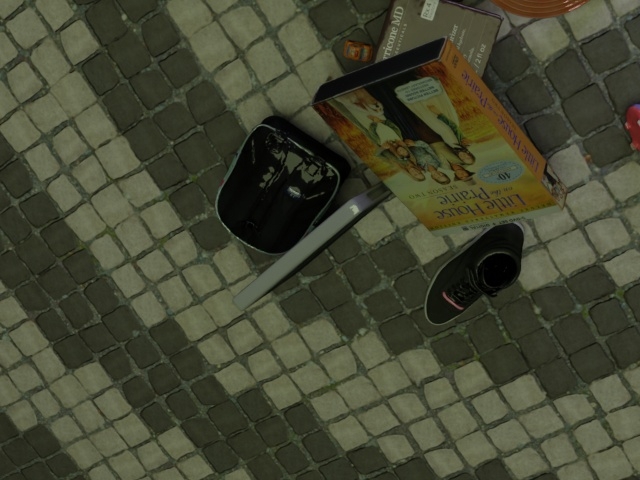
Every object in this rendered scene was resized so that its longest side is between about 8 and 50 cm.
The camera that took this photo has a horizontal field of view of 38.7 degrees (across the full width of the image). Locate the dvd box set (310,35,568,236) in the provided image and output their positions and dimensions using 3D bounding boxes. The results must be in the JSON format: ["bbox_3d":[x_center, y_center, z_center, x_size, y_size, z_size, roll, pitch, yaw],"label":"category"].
[{"bbox_3d":[0.223,-0.172,1.701,0.307,0.062,0.420,-11,136,43],"label":"dvd box set"}]

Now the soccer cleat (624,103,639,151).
[{"bbox_3d":[0.675,-0.166,1.746,0.095,0.083,0.248,-36,96,-7],"label":"soccer cleat"}]

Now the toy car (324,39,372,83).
[{"bbox_3d":[0.055,-0.344,1.823,0.060,0.040,0.122,30,115,0],"label":"toy car"}]

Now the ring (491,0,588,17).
[{"bbox_3d":[0.402,-0.560,1.595,0.336,0.032,0.337,-6,117,-11],"label":"ring"}]

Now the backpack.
[{"bbox_3d":[-0.085,-0.106,1.869,0.225,0.191,0.254,32,108,1],"label":"backpack"}]

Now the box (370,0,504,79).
[{"bbox_3d":[0.215,-0.360,1.696,0.203,0.167,0.169,18,102,4],"label":"box"}]

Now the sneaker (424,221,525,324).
[{"bbox_3d":[0.308,0.088,1.885,0.104,0.147,0.296,37,116,-6],"label":"sneaker"}]

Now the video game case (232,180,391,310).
[{"bbox_3d":[0.000,0.000,1.834,0.329,0.300,0.036,-39,88,24],"label":"video game case"}]
